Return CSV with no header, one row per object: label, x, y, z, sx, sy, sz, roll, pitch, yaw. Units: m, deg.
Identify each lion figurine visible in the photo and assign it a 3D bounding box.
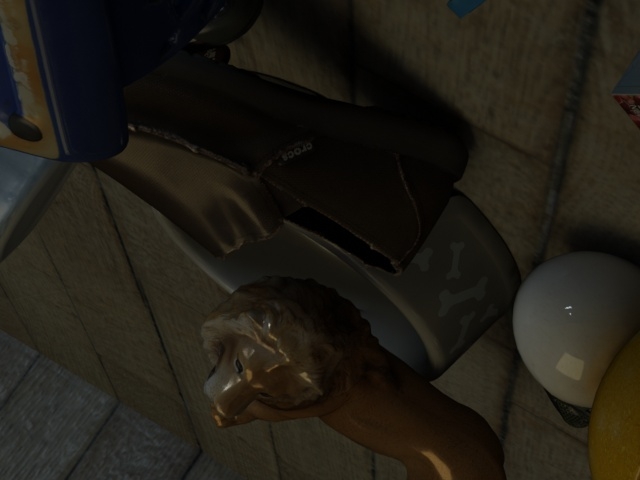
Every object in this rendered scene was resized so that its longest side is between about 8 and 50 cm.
lion figurine,0.048,0.147,1.474,0.392,0.142,0.240,26,159,-25

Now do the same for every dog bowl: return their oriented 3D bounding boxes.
dog bowl,0.000,0.000,1.509,0.349,0.102,0.349,30,162,11

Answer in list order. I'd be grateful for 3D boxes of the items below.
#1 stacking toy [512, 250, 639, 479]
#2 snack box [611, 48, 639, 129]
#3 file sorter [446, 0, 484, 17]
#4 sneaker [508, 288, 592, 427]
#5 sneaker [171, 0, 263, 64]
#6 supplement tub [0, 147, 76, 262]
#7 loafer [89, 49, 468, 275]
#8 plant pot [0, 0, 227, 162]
stacking toy,0.302,0.146,1.177,0.480,0.350,0.350,43,171,39
snack box,0.291,-0.038,0.963,0.207,0.070,0.174,44,160,-32
file sorter,0.092,-0.203,0.809,0.104,0.118,0.170,39,161,-8
sneaker,0.261,0.121,1.402,0.227,0.087,0.130,28,163,27
sneaker,-0.100,-0.170,1.286,0.281,0.106,0.162,21,169,48
supplement tub,-0.403,-0.132,1.711,0.316,0.193,0.193,34,162,-2
loafer,-0.066,-0.053,1.229,0.366,0.130,0.134,12,175,-18
plant pot,-0.173,-0.184,0.868,0.236,0.212,0.236,15,146,12
